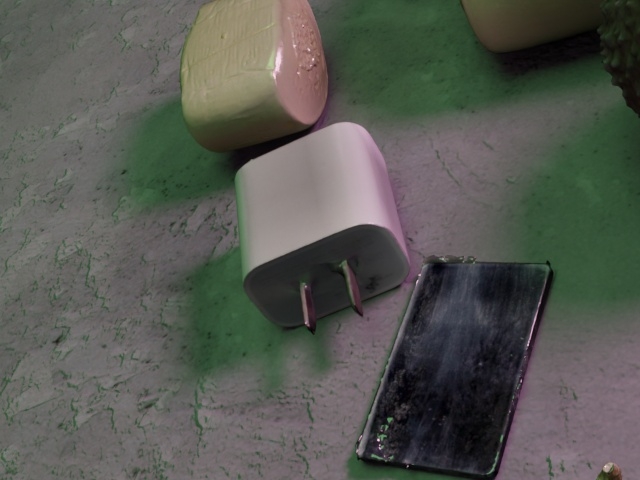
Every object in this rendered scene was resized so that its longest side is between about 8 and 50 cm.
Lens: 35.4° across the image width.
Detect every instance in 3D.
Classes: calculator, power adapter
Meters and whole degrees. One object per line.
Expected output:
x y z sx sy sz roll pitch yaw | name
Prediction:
0.143 0.126 1.054 0.161 0.021 0.261 2 54 34 | calculator
0.000 0.000 1.185 0.187 0.124 0.255 -23 42 14 | power adapter

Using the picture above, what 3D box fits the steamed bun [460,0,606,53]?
0.334 -0.484 1.289 0.372 0.290 0.455 -13 47 22 | steamed bun

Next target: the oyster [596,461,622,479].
0.199 0.288 0.861 0.200 0.061 0.106 -34 59 5 | oyster

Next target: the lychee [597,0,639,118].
0.416 -0.222 0.989 0.300 0.300 0.300 -18 45 19 | lychee

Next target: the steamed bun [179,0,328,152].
-0.093 -0.240 1.444 0.200 0.155 0.250 -15 52 26 | steamed bun
